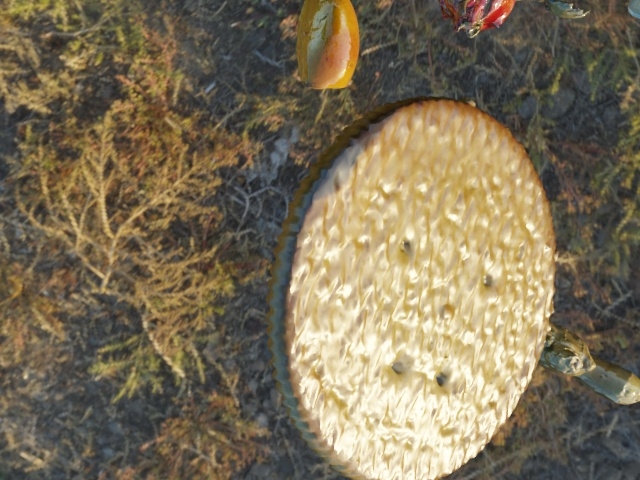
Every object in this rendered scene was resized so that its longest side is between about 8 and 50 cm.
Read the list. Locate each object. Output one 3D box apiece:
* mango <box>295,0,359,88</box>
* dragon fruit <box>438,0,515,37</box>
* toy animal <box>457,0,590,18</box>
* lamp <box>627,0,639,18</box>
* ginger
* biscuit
[{"bbox_3d":[0.017,-0.501,1.850,0.138,0.187,0.257,1,107,-25],"label":"mango"},{"bbox_3d":[0.264,-0.386,1.277,0.153,0.153,0.111,5,77,9],"label":"dragon fruit"},{"bbox_3d":[0.277,-0.389,1.093,0.214,0.186,0.094,59,160,15],"label":"toy animal"},{"bbox_3d":[0.411,-0.345,0.853,0.050,0.056,0.198,30,125,20],"label":"lamp"},{"bbox_3d":[0.333,0.158,0.996,0.214,0.133,0.059,32,90,5],"label":"ginger"},{"bbox_3d":[0.082,0.042,0.589,0.038,0.305,0.305,10,129,52],"label":"biscuit"}]
